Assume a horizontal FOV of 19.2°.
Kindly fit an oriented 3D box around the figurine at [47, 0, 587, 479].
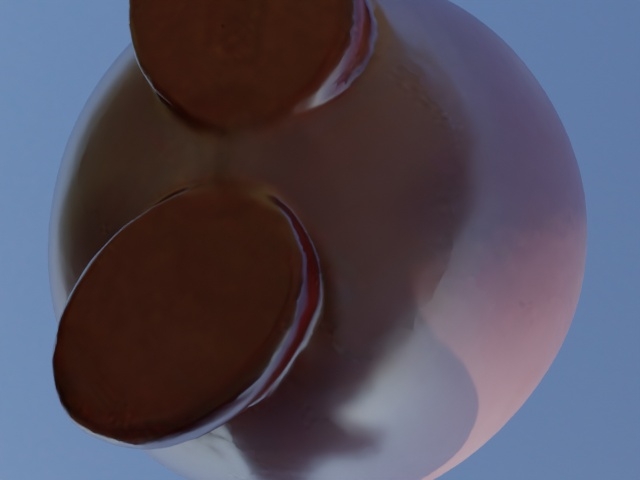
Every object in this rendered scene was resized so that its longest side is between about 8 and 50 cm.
[{"bbox_3d":[0.000,0.000,0.583,0.173,0.173,0.173,-9,-106,37],"label":"figurine"}]
